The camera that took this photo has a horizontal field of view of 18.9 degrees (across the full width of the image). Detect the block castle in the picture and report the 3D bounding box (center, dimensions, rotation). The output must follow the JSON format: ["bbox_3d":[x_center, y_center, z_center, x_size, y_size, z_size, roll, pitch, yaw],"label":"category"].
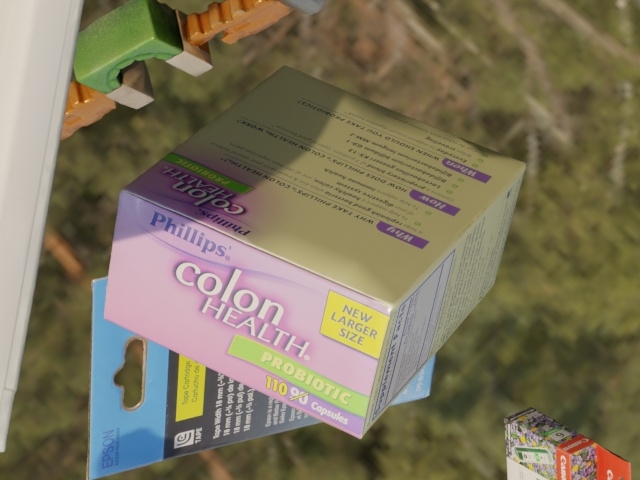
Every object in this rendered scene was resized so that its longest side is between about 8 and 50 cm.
[{"bbox_3d":[-0.236,-0.303,1.979,0.453,0.303,0.213,-25,155,25],"label":"block castle"}]

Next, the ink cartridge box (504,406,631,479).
[{"bbox_3d":[0.186,0.176,1.453,0.029,0.115,0.063,-19,117,-29],"label":"ink cartridge box"}]

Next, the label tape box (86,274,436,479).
[{"bbox_3d":[-0.058,0.057,1.675,0.334,0.106,0.240,-11,132,-21],"label":"label tape box"}]

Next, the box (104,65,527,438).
[{"bbox_3d":[0.000,0.000,1.405,0.243,0.213,0.117,-43,151,-52],"label":"box"}]

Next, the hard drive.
[{"bbox_3d":[-0.201,-0.046,0.999,0.040,0.203,0.307,18,75,-38],"label":"hard drive"}]
